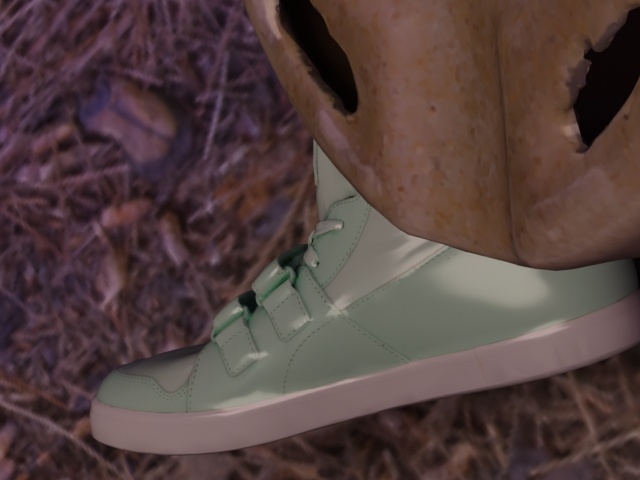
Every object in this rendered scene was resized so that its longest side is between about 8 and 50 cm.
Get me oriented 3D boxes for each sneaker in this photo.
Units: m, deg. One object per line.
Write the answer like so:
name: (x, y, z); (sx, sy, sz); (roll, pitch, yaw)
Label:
sneaker: (0.001, 0.000, 0.839); (0.256, 0.094, 0.151); (-17, 92, 25)

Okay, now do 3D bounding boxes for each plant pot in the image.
plant pot: (0.149, -0.127, 0.529); (0.334, 0.305, 0.334); (32, 129, 51)
